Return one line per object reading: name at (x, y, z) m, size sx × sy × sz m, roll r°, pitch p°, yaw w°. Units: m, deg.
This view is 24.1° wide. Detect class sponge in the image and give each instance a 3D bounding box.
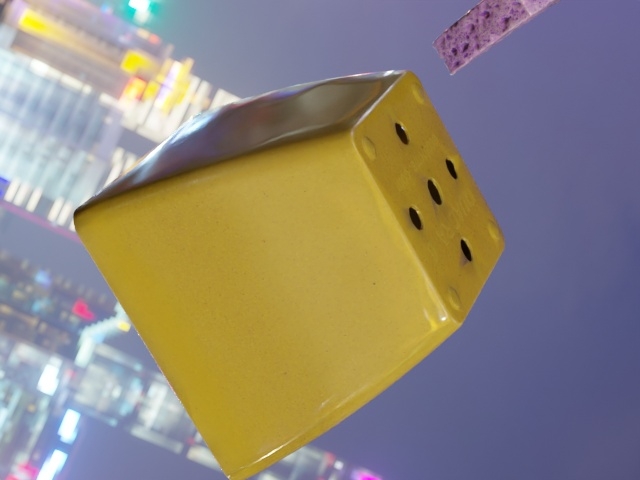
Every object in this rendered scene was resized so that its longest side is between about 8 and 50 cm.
sponge at (0.183, -0.200, 1.094) m, size 0.210 × 0.031 × 0.117 m, roll -36°, pitch 180°, yaw -28°

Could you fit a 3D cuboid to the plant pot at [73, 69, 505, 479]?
plant pot at (0.000, 0.000, 1.014) m, size 0.187 × 0.212 × 0.212 m, roll -25°, pitch -167°, yaw 28°
